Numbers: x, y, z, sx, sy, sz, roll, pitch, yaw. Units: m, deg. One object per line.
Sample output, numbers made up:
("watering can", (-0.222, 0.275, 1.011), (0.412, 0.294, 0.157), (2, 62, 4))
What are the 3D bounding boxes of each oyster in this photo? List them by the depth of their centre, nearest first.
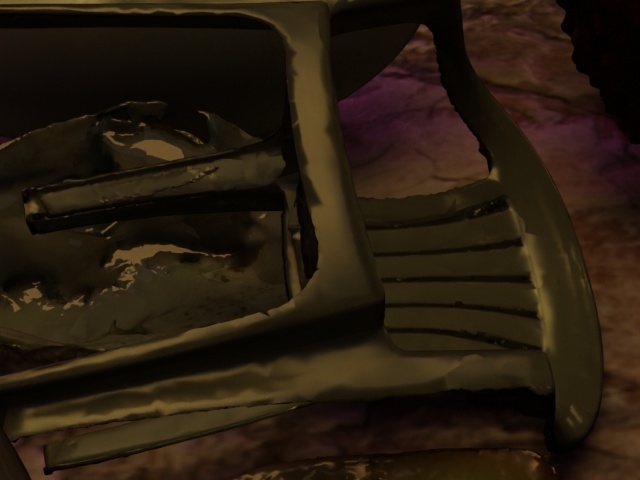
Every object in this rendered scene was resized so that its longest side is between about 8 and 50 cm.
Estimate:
("oyster", (-0.119, 0.018, 0.716), (0.252, 0.087, 0.199), (-43, 74, -13))

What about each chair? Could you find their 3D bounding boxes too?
("chair", (0.000, 0.000, 0.622), (0.274, 0.190, 0.203), (-6, 64, -3))

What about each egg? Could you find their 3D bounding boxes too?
("egg", (-0.113, -0.165, 0.835), (0.371, 0.230, 0.230), (-4, 38, 8))

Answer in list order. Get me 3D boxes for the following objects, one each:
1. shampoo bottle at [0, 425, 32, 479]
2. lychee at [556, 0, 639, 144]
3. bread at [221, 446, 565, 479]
("shampoo bottle", (-0.229, 0.133, 0.388), (0.322, 0.322, 0.317), (-17, 31, -17))
("lychee", (0.262, -0.155, 0.775), (0.276, 0.276, 0.304), (-2, 13, 2))
("bread", (0.010, 0.166, 0.502), (0.236, 0.070, 0.236), (-10, 38, 8))
